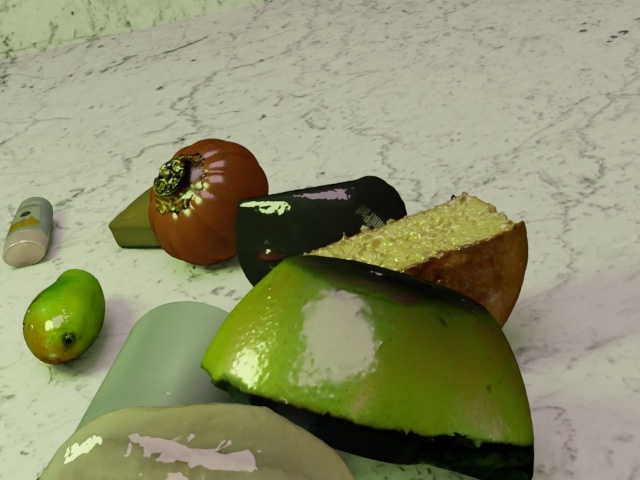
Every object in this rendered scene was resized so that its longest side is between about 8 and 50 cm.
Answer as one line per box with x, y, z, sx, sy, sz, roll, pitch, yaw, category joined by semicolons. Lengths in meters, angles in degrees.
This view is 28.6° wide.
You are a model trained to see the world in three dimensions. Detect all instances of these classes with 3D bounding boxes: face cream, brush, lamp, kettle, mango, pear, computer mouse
-0.545;-0.018;2.348;0.084;0.057;0.198;-15;26;0;face cream
-0.282;-0.052;2.285;0.123;0.059;0.197;0;29;33;brush
-0.190;-0.066;2.113;0.223;0.196;0.223;-21;54;33;lamp
-0.170;0.259;1.512;0.205;0.265;0.318;-37;14;29;kettle
-0.399;0.117;1.955;0.125;0.111;0.233;-11;25;-3;mango
0.072;0.124;1.420;0.399;0.165;0.399;17;4;-1;pear
0.000;0.000;1.917;0.269;0.170;0.100;-10;12;15;computer mouse

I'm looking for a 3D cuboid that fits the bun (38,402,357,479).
-0.115;0.315;1.229;0.361;0.361;0.213;-6;6;16;bun

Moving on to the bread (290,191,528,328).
0.118;0.081;1.699;0.340;0.179;0.194;-21;25;-8;bread
